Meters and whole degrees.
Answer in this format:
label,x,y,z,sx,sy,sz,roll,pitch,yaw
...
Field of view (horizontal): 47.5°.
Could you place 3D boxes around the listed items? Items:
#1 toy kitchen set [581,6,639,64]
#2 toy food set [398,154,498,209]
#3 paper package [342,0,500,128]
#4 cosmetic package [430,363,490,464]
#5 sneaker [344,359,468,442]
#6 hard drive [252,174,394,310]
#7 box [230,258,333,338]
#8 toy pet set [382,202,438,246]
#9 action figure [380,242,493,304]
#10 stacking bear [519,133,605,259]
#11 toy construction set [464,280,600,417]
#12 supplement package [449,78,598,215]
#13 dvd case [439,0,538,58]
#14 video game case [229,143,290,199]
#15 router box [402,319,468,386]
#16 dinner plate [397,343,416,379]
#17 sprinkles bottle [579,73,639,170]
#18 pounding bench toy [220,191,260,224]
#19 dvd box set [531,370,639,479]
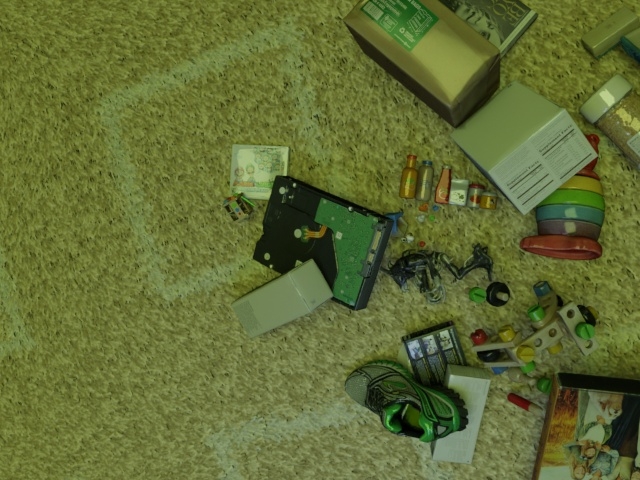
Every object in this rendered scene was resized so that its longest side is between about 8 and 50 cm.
label,x,y,z,sx,sy,sz,roll,pitch,yaw
toy kitchen set,0.731,-0.403,1.688,0.122,0.166,0.207,-34,47,11
toy food set,0.314,-0.140,1.761,0.232,0.111,0.104,8,93,11
paper package,0.244,-0.434,1.670,0.325,0.309,0.168,43,98,10
cosmetic package,0.336,0.421,1.758,0.099,0.060,0.239,9,109,0
sneaker,0.176,0.380,1.737,0.344,0.146,0.134,9,105,49
hard drive,0.000,0.000,1.796,0.339,0.064,0.236,24,105,32
box,-0.100,0.147,1.797,0.275,0.094,0.113,-27,93,47
toy pet set,0.213,-0.051,1.791,0.114,0.065,0.122,-1,56,40
action figure,0.275,0.084,1.755,0.276,0.164,0.140,-8,84,7
stacking bear,0.578,-0.109,1.681,0.175,0.164,0.289,2,80,37
toy construction set,0.499,0.249,1.636,0.258,0.237,0.308,-9,99,-18
supplement package,0.447,-0.216,1.636,0.204,0.262,0.145,-41,115,10
dvd case,0.390,-0.550,1.759,0.221,0.018,0.164,40,82,9
video game case,-0.161,-0.180,1.916,0.157,0.019,0.143,4,92,13
router box,0.292,0.303,1.789,0.133,0.046,0.178,-19,98,6
dinner plate,0.264,0.305,1.833,0.141,0.017,0.141,1,93,13
sprinkles bottle,0.757,-0.216,1.653,0.121,0.121,0.355,-44,82,10
pounding bench toy,-0.206,-0.094,1.897,0.083,0.052,0.065,-27,103,21
dvd box set,0.644,0.491,1.625,0.308,0.062,0.420,6,118,6
